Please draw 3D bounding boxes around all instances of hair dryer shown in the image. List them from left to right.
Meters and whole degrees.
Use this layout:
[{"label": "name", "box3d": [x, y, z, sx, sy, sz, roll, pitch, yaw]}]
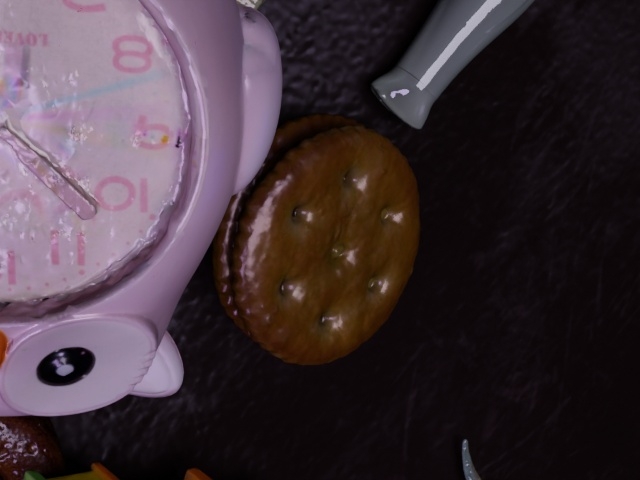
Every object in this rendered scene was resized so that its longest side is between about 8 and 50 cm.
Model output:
[{"label": "hair dryer", "box3d": [0.072, -0.247, 1.057, 0.237, 0.075, 0.206, 42, 88, -21]}]

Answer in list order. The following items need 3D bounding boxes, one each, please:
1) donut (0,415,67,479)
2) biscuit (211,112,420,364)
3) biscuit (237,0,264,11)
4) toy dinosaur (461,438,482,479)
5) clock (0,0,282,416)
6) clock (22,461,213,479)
[{"label": "donut", "box3d": [-0.282, 0.204, 0.973, 0.166, 0.073, 0.184, -5, 106, -29]}, {"label": "biscuit", "box3d": [0.000, 0.000, 1.044, 0.220, 0.066, 0.220, -17, 116, -38]}, {"label": "biscuit", "box3d": [-0.106, -0.237, 0.962, 0.150, 0.052, 0.252, 35, 88, -25]}, {"label": "toy dinosaur", "box3d": [0.186, 0.291, 1.257, 0.106, 0.044, 0.187, -7, 93, -39]}, {"label": "clock", "box3d": [-0.215, -0.069, 0.823, 0.368, 0.250, 0.376, 1, 115, -10]}, {"label": "clock", "box3d": [-0.147, 0.299, 1.014, 0.255, 0.106, 0.220, 1, 114, -50]}]
